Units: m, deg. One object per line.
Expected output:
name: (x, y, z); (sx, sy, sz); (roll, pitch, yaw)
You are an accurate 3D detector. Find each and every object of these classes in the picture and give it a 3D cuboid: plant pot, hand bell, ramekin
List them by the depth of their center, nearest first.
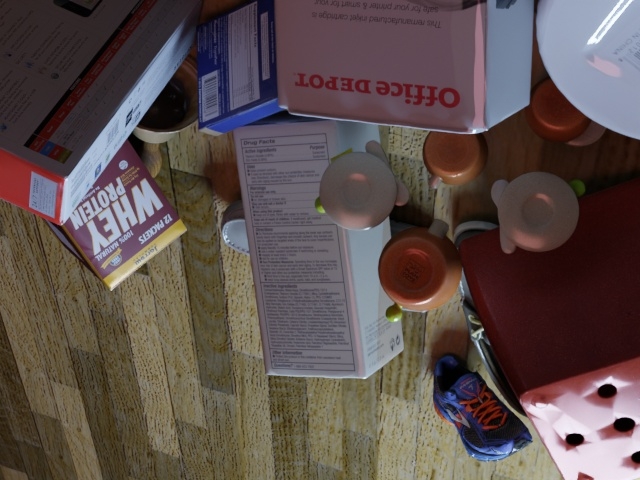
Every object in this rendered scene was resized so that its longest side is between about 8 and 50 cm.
ramekin: (0.337, -0.221, 1.175); (0.277, 0.135, 0.277); (15, 139, 14)
plant pot: (0.331, 0.126, 1.415); (0.267, 0.236, 0.267); (-20, 124, 18)
hand bell: (-0.221, -0.134, 1.619); (0.126, 0.126, 0.242); (27, 152, 0)

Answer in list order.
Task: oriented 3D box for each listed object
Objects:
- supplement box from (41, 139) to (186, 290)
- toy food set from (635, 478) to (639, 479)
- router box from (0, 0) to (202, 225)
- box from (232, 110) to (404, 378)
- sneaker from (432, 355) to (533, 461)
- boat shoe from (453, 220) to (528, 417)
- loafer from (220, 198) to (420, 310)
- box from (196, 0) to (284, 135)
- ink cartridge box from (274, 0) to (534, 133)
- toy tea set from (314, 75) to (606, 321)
supplement box: (-0.307, -0.072, 1.628); (0.194, 0.129, 0.191); (32, 157, 53)
toy food set: (0.451, 0.311, 1.719); (0.219, 0.092, 0.306); (-15, 124, 39)
router box: (-0.339, -0.212, 1.401); (0.301, 0.335, 0.082); (25, 141, 5)
box: (0.000, 0.000, 1.502); (0.148, 0.121, 0.311); (1, 103, 28)
sneaker: (0.211, 0.230, 1.711); (0.221, 0.083, 0.087); (34, 148, 58)
boat shoe: (0.243, 0.106, 1.612); (0.109, 0.091, 0.305); (-5, 131, 32)
loafer: (0.010, 0.019, 1.629); (0.319, 0.111, 0.112); (11, 140, 19)
box: (-0.052, -0.213, 1.402); (0.225, 0.136, 0.036); (-16, 159, 41)
ink cartridge box: (0.079, -0.271, 1.161); (0.223, 0.129, 0.308); (10, 112, 28)
toy tea set: (0.172, -0.053, 1.383); (0.336, 0.124, 0.200); (-24, 86, 9)
